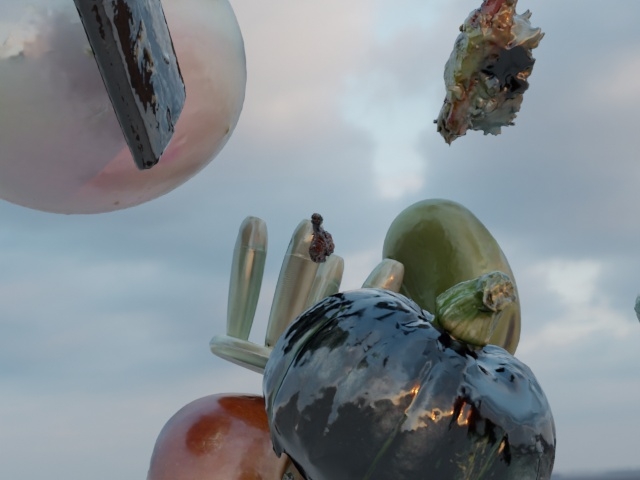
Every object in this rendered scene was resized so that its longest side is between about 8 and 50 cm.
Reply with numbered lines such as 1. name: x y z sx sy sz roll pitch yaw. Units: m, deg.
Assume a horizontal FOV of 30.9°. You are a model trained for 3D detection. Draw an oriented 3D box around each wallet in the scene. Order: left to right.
1. wallet: -0.184 -0.236 1.051 0.044 0.170 0.321 -9 -53 10

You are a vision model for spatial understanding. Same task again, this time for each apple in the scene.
1. apple: -0.104 0.320 1.465 0.206 0.252 0.272 -4 21 25

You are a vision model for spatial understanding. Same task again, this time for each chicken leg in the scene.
1. chicken leg: 0.000 0.002 1.192 0.021 0.036 0.083 14 -19 17

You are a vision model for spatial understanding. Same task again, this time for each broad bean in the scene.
1. broad bean: 0.176 0.066 1.574 0.189 0.263 0.121 -35 -13 36

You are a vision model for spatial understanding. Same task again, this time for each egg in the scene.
1. egg: -0.308 -0.188 1.327 0.354 0.355 0.340 -11 11 32

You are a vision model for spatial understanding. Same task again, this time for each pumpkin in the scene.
1. pumpkin: 0.098 0.144 1.118 0.295 0.296 0.296 -2 -13 -1

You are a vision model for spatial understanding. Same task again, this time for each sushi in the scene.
1. sushi: 0.192 -0.196 1.323 0.103 0.226 0.097 20 35 10

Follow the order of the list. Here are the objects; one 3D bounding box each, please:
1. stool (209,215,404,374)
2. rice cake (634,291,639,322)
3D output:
1. stool: -0.022 0.089 1.517 0.195 0.199 0.195 27 -10 -32
2. rice cake: 0.291 0.134 0.866 0.042 0.222 0.080 -15 -14 -3
